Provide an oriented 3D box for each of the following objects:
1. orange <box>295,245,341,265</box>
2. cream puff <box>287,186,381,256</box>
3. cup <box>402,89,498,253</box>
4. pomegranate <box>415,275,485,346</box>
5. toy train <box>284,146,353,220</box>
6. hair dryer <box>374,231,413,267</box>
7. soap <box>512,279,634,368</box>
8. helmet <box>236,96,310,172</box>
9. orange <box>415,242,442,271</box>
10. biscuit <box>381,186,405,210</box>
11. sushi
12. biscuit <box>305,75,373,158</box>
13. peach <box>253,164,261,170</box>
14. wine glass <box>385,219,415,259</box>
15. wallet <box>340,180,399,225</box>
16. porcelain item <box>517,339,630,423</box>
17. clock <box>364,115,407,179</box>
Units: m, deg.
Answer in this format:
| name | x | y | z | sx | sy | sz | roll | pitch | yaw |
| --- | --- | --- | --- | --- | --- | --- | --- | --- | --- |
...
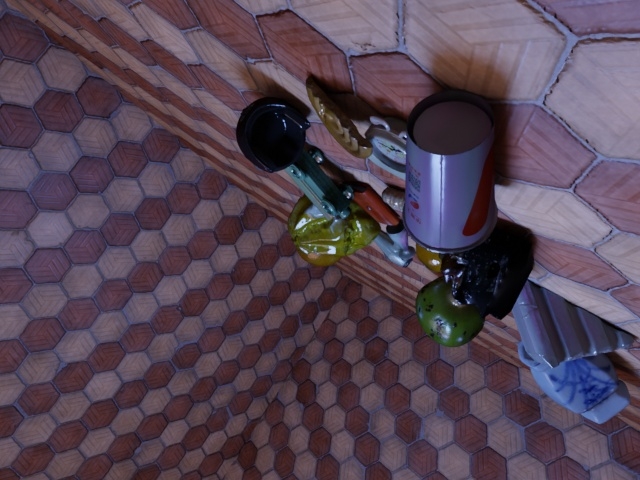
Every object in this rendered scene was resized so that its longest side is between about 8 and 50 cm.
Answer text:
| name | x | y | z | sx | sy | sz | roll | pitch | yaw |
| --- | --- | --- | --- | --- | --- | --- | --- | --- | --- |
| orange | 0.000 | 0.000 | 2.172 | 0.274 | 0.274 | 0.274 | 33 | 172 | 5 |
| cream puff | 0.025 | -0.053 | 1.695 | 0.378 | 0.275 | 0.378 | 31 | 173 | 4 |
| cup | 0.239 | -0.122 | 0.793 | 0.203 | 0.203 | 0.288 | 29 | 165 | 28 |
| pomegranate | 0.522 | 0.279 | 1.721 | 0.290 | 0.291 | 0.323 | 32 | 172 | 14 |
| toy train | -0.011 | -0.185 | 1.431 | 0.285 | 0.116 | 0.177 | 48 | 163 | -7 |
| hair dryer | 0.270 | -0.018 | 1.744 | 0.229 | 0.092 | 0.267 | 36 | 161 | 32 |
| soap | 0.736 | 0.216 | 1.313 | 0.159 | 0.257 | 0.302 | 52 | -156 | -69 |
| helmet | -0.133 | -0.290 | 1.181 | 0.193 | 0.189 | 0.216 | 40 | -179 | 35 |
| orange | 0.394 | 0.048 | 1.459 | 0.160 | 0.112 | 0.170 | 35 | 161 | -4 |
| biscuit | 0.262 | -0.104 | 1.220 | 0.219 | 0.055 | 0.061 | 27 | 160 | 40 |
| sushi | 0.432 | 0.067 | 1.149 | 0.212 | 0.215 | 0.227 | 34 | -165 | 35 |
| biscuit | 0.039 | -0.263 | 0.980 | 0.224 | 0.033 | 0.144 | 52 | 177 | 12 |
| peach | -0.242 | -0.331 | 1.798 | 0.083 | 0.083 | 0.083 | 33 | 172 | 5 |
| wine glass | 0.295 | -0.002 | 1.552 | 0.073 | 0.073 | 0.155 | 26 | 159 | 46 |
| wallet | 0.170 | -0.128 | 1.482 | 0.204 | 0.045 | 0.142 | 39 | 170 | -36 |
| porcelain item | 0.886 | 0.464 | 1.501 | 0.405 | 0.242 | 0.178 | 38 | -164 | -19 |
| clock | 0.169 | -0.206 | 0.939 | 0.151 | 0.062 | 0.191 | 33 | 172 | 17 |
